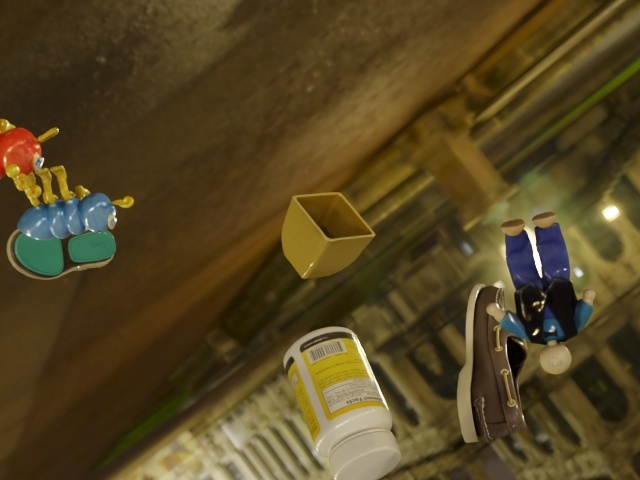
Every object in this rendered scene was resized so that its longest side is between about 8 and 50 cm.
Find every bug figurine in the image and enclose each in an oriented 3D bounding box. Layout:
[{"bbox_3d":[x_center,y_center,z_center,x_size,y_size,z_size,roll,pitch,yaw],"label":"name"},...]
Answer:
[{"bbox_3d":[-0.287,-0.034,0.952,0.216,0.072,0.279,-11,167,5],"label":"bug figurine"}]

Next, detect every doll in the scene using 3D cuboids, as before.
[{"bbox_3d":[0.258,0.067,1.352,0.129,0.189,0.046,-14,-171,6],"label":"doll"}]

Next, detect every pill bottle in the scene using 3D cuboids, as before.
[{"bbox_3d":[0.032,0.239,1.655,0.119,0.209,0.119,-16,145,-11],"label":"pill bottle"}]

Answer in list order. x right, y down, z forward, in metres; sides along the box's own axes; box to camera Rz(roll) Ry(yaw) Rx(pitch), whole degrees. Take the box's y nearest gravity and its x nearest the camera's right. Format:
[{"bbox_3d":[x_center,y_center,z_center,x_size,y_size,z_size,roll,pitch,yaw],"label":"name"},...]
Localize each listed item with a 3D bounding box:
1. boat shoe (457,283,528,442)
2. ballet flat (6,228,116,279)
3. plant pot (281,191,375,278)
[{"bbox_3d":[0.276,0.182,1.791,0.096,0.117,0.324,-8,-147,17],"label":"boat shoe"},{"bbox_3d":[-0.417,0.020,1.776,0.086,0.086,0.248,-39,162,21],"label":"ballet flat"},{"bbox_3d":[0.000,0.000,1.396,0.081,0.081,0.083,-7,138,-42],"label":"plant pot"}]
